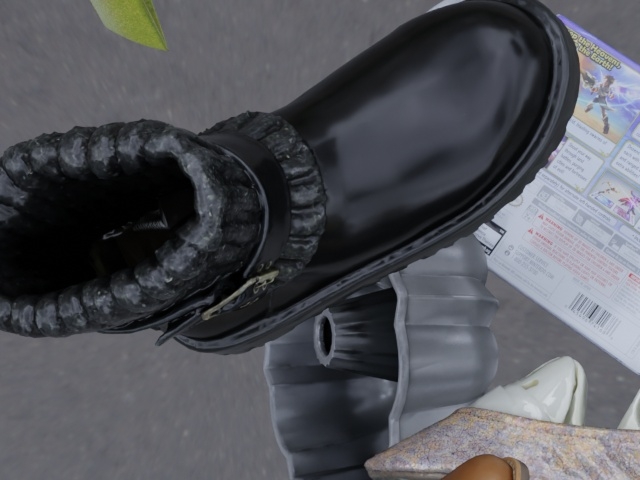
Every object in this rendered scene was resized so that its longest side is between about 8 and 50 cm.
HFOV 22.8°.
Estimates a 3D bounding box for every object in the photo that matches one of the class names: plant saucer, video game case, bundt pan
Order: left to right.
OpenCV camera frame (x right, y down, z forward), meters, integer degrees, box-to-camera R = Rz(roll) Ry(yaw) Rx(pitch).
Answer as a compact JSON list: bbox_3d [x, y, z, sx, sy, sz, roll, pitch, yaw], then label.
[{"bbox_3d":[-0.197,-0.270,1.336,0.045,0.188,0.188,-21,65,1],"label":"plant saucer"},{"bbox_3d":[0.058,0.086,1.433,0.124,0.331,0.331,0,88,-23],"label":"bundt pan"},{"bbox_3d":[0.271,-0.044,1.532,0.269,0.061,0.244,36,93,15],"label":"video game case"}]

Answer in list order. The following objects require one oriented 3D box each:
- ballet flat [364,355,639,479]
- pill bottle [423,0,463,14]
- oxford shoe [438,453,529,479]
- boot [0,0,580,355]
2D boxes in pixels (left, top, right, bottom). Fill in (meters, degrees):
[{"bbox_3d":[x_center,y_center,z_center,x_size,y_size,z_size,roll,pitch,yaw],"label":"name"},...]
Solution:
[{"bbox_3d":[0.186,0.132,1.016,0.316,0.107,0.106,5,75,19],"label":"ballet flat"},{"bbox_3d":[0.171,-0.162,1.679,0.103,0.103,0.184,-42,109,-4],"label":"pill bottle"},{"bbox_3d":[0.016,0.170,0.825,0.212,0.076,0.076,-39,109,20],"label":"oxford shoe"},{"bbox_3d":[-0.019,-0.045,0.938,0.348,0.260,0.131,-39,68,13],"label":"boot"}]
